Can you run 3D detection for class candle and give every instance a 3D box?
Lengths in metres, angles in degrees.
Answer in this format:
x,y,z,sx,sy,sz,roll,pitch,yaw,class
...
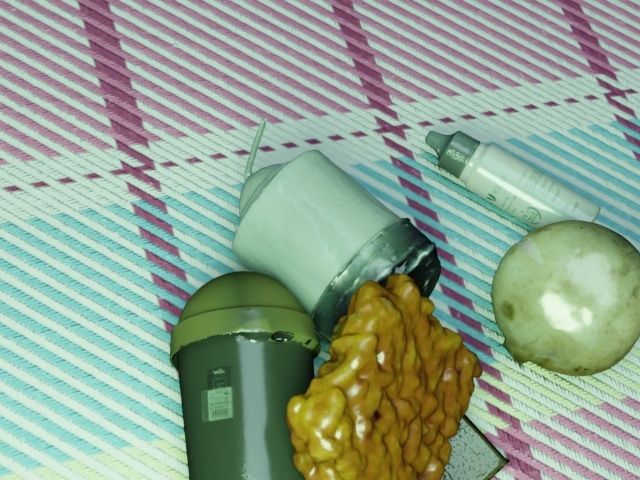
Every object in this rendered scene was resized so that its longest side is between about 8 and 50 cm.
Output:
x,y,z,sx,sy,sz,roll,pitch,yaw,class
0.000,0.000,1.765,0.342,0.221,0.221,40,60,16,candle

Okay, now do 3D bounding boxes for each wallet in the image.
x,y,z,sx,sy,sz,roll,pitch,yaw,class
0.150,0.279,1.739,0.133,0.039,0.243,-37,74,-22,wallet

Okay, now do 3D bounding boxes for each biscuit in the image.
x,y,z,sx,sy,sz,roll,pitch,yaw,class
0.088,0.224,1.581,0.110,0.318,0.312,2,54,40,biscuit

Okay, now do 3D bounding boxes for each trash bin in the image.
x,y,z,sx,sy,sz,roll,pitch,yaw,class
-0.099,0.204,1.630,0.214,0.214,0.334,-3,67,-14,trash bin

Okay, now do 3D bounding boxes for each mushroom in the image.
x,y,z,sx,sy,sz,roll,pitch,yaw,class
0.382,0.091,1.811,0.254,0.184,0.255,2,99,11,mushroom

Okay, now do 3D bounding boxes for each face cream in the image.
x,y,z,sx,sy,sz,roll,pitch,yaw,class
0.312,-0.098,1.956,0.311,0.092,0.092,32,59,6,face cream
